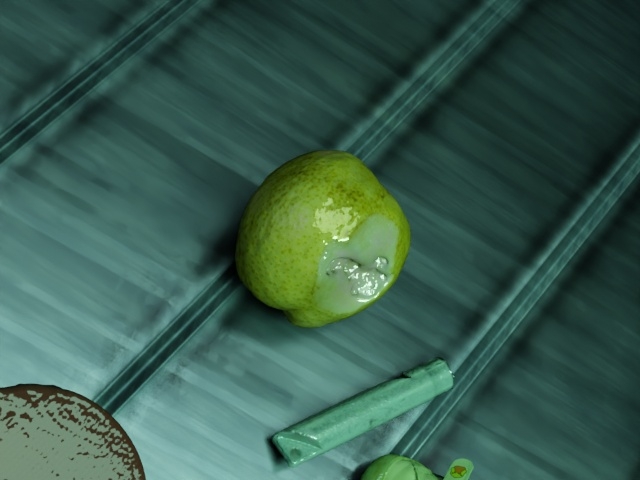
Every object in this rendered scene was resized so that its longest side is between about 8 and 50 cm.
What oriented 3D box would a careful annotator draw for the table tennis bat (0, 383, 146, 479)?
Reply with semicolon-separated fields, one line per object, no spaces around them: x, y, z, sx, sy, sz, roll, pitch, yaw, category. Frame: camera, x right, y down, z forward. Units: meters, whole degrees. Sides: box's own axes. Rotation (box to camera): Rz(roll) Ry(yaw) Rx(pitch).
-0.415;0.301;1.634;0.415;0.051;0.268;47;61;-3;table tennis bat

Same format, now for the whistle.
0.069;0.264;1.834;0.312;0.062;0.062;-22;81;-27;whistle

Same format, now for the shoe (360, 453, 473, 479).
0.185;0.411;1.806;0.262;0.128;0.140;37;49;-10;shoe

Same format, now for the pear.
0.000;0.000;1.796;0.271;0.271;0.271;7;69;-20;pear
